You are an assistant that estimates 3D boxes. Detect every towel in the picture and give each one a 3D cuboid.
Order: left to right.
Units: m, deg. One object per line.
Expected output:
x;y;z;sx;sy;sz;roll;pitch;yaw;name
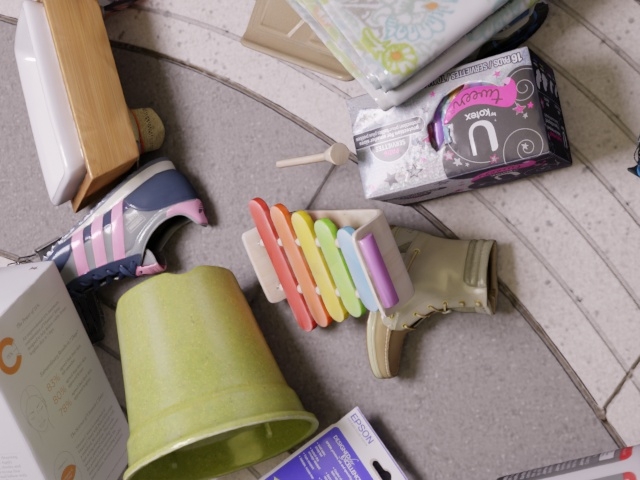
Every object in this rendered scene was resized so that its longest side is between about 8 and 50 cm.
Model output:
0.140;-0.374;1.390;0.374;0.090;0.320;-38;58;3;towel

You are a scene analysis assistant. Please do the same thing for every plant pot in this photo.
-0.173;0.184;1.527;0.276;0.276;0.254;-28;68;20;plant pot

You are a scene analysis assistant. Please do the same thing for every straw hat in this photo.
-0.271;-0.168;1.655;0.061;0.144;0.145;-14;82;-21;straw hat

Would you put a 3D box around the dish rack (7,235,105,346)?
-0.477;0.125;1.737;0.271;0.074;0.208;-28;80;20;dish rack

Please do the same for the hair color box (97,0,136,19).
-0.329;-0.382;1.646;0.167;0.093;0.053;-18;84;38;hair color box

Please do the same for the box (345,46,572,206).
0.182;-0.139;1.412;0.247;0.163;0.142;-14;83;22;box

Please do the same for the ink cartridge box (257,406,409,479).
0.040;0.372;1.533;0.208;0.045;0.206;-40;75;19;ink cartridge box

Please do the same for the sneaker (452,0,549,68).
0.203;-0.274;1.450;0.211;0.080;0.081;-27;81;20;sneaker

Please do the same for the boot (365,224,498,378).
0.153;0.093;1.472;0.165;0.077;0.213;8;90;21;boot

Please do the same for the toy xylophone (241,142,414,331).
0.000;0.000;1.443;0.322;0.081;0.236;-15;103;62;toy xylophone

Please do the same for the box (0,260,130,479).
-0.436;0.235;1.569;0.168;0.215;0.345;-8;116;23;box

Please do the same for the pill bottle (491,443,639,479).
0.297;0.365;1.364;0.283;0.161;0.161;-19;83;22;pill bottle

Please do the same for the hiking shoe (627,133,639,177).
0.435;-0.128;1.334;0.132;0.113;0.304;-17;83;21;hiking shoe

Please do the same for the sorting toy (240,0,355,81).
0.045;-0.339;1.521;0.307;0.041;0.229;24;95;30;sorting toy

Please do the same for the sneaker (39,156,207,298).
-0.309;0.024;1.628;0.319;0.112;0.131;-44;78;7;sneaker

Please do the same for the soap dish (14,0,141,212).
-0.365;-0.206;1.617;0.118;0.229;0.291;-14;83;-21;soap dish
